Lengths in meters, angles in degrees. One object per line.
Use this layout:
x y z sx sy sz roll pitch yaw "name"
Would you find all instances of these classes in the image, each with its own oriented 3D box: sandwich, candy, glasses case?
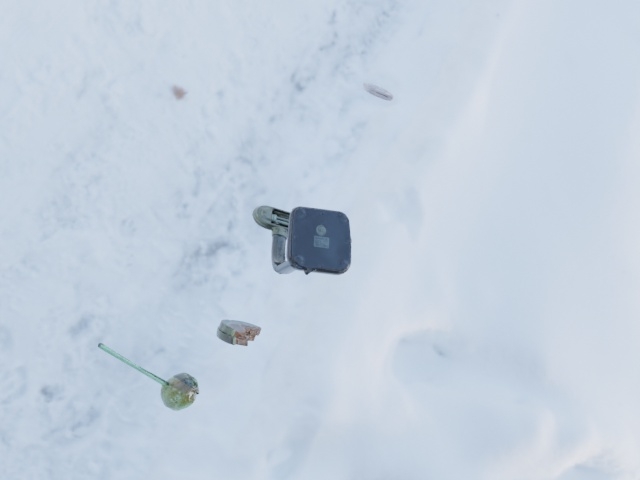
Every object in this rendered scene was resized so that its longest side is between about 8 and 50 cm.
-0.151 0.164 1.558 0.135 0.067 0.029 -1 108 -81 "sandwich"
-0.260 0.200 1.308 0.202 0.061 0.061 43 53 -40 "candy"
0.122 -0.314 1.829 0.083 0.032 0.021 13 117 -44 "glasses case"

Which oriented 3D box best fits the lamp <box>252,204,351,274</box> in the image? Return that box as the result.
-0.001 0.007 1.586 0.203 0.283 0.125 6 90 -19 "lamp"
